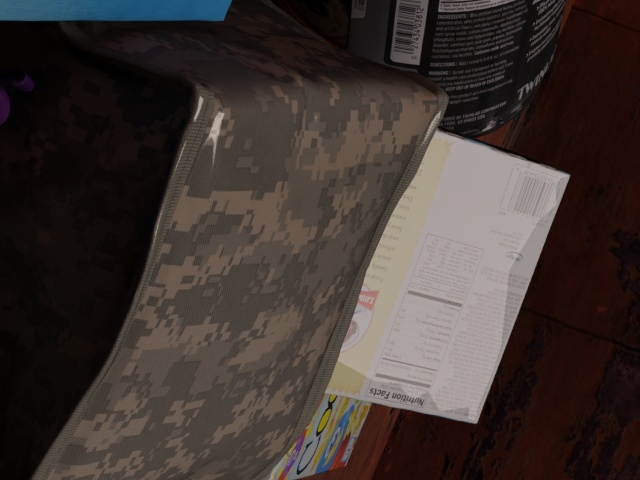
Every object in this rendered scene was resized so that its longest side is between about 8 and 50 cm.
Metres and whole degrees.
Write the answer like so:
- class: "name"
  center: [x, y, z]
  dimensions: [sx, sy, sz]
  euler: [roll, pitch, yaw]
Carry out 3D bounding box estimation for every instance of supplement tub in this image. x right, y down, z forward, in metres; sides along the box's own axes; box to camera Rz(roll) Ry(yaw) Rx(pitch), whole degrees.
- class: "supplement tub"
  center: [0.074, -0.238, 1.037]
  dimensions: [0.338, 0.207, 0.207]
  euler: [95, 21, -52]

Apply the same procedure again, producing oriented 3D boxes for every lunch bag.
- class: "lunch bag"
  center: [-0.094, 0.025, 0.787]
  dimensions: [0.235, 0.169, 0.287]
  euler: [-9, 125, -59]

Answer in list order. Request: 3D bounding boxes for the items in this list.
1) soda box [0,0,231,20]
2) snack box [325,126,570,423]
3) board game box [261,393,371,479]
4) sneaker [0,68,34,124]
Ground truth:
- class: "soda box"
  center: [-0.110, -0.131, 0.623]
  dimensions: [0.210, 0.067, 0.071]
  euler: [-10, 133, -54]
- class: "snack box"
  center: [0.000, 0.000, 1.022]
  dimensions: [0.322, 0.060, 0.187]
  euler: [16, 98, -35]
- class: "board game box"
  center: [-0.044, 0.092, 1.235]
  dimensions: [0.275, 0.144, 0.142]
  euler: [24, 89, -77]
- class: "sneaker"
  center: [-0.188, 0.021, 0.628]
  dimensions: [0.083, 0.098, 0.224]
  euler: [-17, 128, -74]
